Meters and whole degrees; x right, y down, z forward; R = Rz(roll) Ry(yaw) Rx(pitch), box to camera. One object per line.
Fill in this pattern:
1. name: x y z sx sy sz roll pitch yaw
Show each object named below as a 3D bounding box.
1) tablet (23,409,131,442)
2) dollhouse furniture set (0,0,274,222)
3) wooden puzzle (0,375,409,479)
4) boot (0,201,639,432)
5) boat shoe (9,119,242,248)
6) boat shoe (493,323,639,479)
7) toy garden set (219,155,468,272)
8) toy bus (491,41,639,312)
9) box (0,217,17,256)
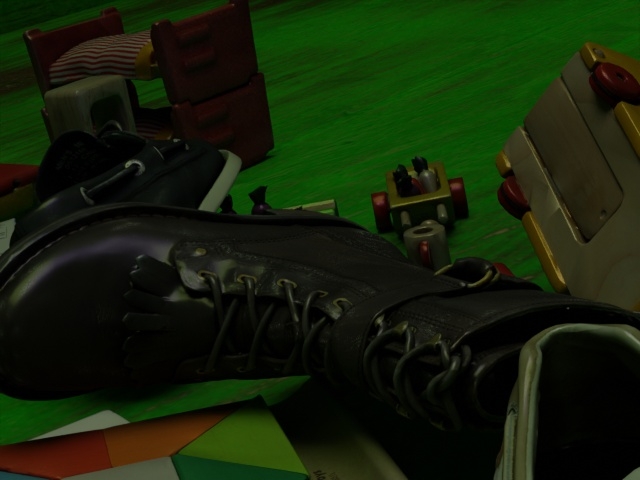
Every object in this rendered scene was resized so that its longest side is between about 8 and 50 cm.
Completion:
1. tablet: -0.140 0.111 0.761 0.083 0.006 0.054 -19 18 -27
2. dollhouse furniture set: -0.236 -0.096 1.261 0.201 0.152 0.374 3 21 40
3. wooden puzzle: -0.086 0.122 0.618 0.238 0.044 0.221 -15 17 -11
4. boot: -0.004 0.038 0.655 0.263 0.091 0.229 -10 15 -32
5. boat shoe: -0.137 -0.023 0.950 0.127 0.113 0.340 -47 11 17
6. boat shoe: 0.104 0.113 0.411 0.113 0.103 0.302 -13 16 -6
7. toy garden set: 0.000 0.000 0.960 0.203 0.049 0.244 -10 16 5
8. toy bus: 0.175 -0.007 0.754 0.104 0.202 0.191 14 -6 -30
9. box: -0.248 0.048 0.928 0.126 0.072 0.137 -14 17 -8
